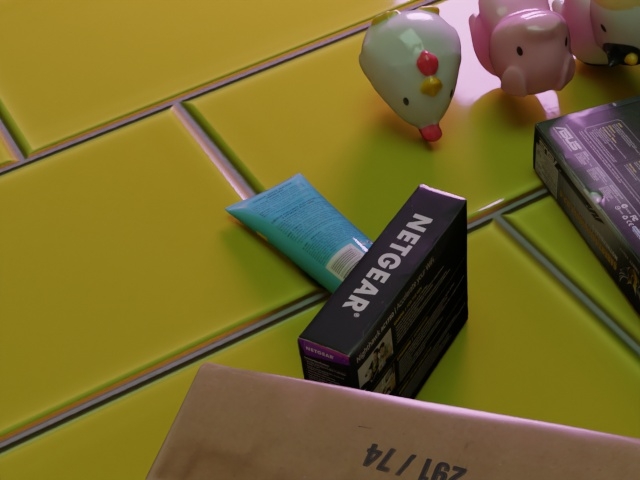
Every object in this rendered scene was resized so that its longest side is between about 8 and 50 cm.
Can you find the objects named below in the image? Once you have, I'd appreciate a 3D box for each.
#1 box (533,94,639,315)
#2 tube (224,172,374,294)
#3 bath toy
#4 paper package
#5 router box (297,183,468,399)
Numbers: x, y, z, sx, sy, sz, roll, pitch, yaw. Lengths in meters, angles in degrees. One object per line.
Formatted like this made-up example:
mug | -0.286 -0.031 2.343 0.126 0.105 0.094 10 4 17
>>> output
box | 0.311 -0.039 1.029 0.183 0.056 0.231 -15 43 -10
tube | 0.000 0.000 1.043 0.080 0.052 0.207 -23 39 -23
bath toy | 0.214 -0.186 1.159 0.348 0.151 0.129 -14 78 -6
paper package | 0.044 0.247 0.679 0.325 0.168 0.309 6 43 16
router box | 0.053 0.064 0.899 0.046 0.133 0.179 19 49 25
